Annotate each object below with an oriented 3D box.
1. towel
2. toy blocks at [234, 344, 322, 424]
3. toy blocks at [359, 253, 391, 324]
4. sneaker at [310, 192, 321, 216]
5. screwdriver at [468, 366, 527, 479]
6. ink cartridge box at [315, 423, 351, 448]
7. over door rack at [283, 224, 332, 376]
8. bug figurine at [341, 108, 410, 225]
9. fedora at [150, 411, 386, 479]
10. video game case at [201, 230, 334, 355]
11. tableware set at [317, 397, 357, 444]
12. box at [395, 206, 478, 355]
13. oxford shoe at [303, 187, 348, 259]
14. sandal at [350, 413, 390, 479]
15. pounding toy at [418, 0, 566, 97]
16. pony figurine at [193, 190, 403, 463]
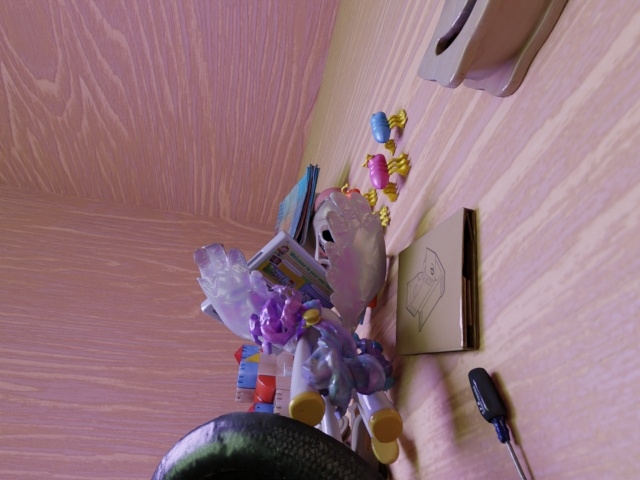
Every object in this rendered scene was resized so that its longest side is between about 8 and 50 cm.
[{"bbox_3d":[-0.101,-0.054,1.326,0.370,0.040,0.272,144,139,-65],"label":"towel"},{"bbox_3d":[-0.116,0.384,1.148,0.381,0.260,0.191,-105,25,-68],"label":"toy blocks"},{"bbox_3d":[0.088,0.095,0.793,0.123,0.054,0.148,-168,87,-81],"label":"toy blocks"},{"bbox_3d":[-0.057,0.015,1.501,0.210,0.137,0.367,122,163,-83],"label":"sneaker"},{"bbox_3d":[0.163,0.187,0.355,0.025,0.024,0.170,-40,34,29],"label":"screwdriver"},{"bbox_3d":[-0.020,0.497,0.777,0.261,0.066,0.296,-60,1,-19],"label":"ink cartridge box"},{"bbox_3d":[0.004,0.140,1.002,0.324,0.108,0.240,-70,-11,-59],"label":"over door rack"},{"bbox_3d":[0.102,-0.121,0.852,0.216,0.071,0.279,-93,15,-50],"label":"bug figurine"},{"bbox_3d":[-0.002,0.300,0.365,0.152,0.333,0.335,3,-83,-66],"label":"fedora"},{"bbox_3d":[-0.074,0.106,0.759,0.193,0.212,0.023,-42,40,4],"label":"video game case"},{"bbox_3d":[0.023,0.341,0.776,0.039,0.128,0.194,57,-173,-3],"label":"tableware set"},{"bbox_3d":[0.147,0.067,0.558,0.201,0.021,0.165,122,155,-70],"label":"box"},{"bbox_3d":[0.000,0.000,1.226,0.348,0.122,0.130,110,162,-53],"label":"oxford shoe"},{"bbox_3d":[0.078,0.349,0.625,0.049,0.072,0.180,-41,32,43],"label":"sandal"},{"bbox_3d":[0.154,-0.285,0.411,0.270,0.154,0.154,108,163,-45],"label":"pounding toy"},{"bbox_3d":[-0.002,0.146,0.621,0.363,0.302,0.352,-114,7,-65],"label":"pony figurine"}]
